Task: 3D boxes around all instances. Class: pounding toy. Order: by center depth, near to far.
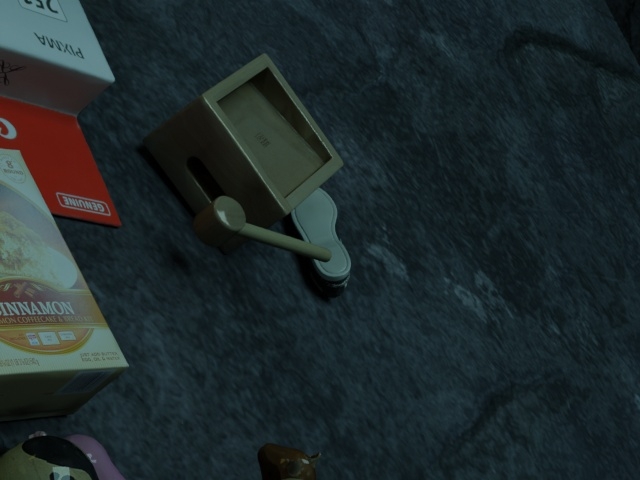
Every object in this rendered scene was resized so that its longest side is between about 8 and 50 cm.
[{"bbox_3d":[-0.071,-0.040,1.425,0.181,0.094,0.206,54,34,-5],"label":"pounding toy"}]

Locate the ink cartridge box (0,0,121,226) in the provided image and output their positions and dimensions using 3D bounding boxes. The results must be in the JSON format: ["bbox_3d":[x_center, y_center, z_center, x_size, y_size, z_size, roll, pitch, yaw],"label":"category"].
[{"bbox_3d":[-0.270,-0.140,1.257,0.275,0.060,0.239,12,44,-53],"label":"ink cartridge box"}]

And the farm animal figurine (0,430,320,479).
[{"bbox_3d":[-0.044,0.233,1.001,0.330,0.172,0.327,12,46,-53],"label":"farm animal figurine"}]

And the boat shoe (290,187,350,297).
[{"bbox_3d":[0.000,0.000,1.543,0.046,0.038,0.125,-11,49,-15],"label":"boat shoe"}]

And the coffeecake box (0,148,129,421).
[{"bbox_3d":[-0.232,0.027,1.085,0.142,0.068,0.185,2,54,-57],"label":"coffeecake box"}]
